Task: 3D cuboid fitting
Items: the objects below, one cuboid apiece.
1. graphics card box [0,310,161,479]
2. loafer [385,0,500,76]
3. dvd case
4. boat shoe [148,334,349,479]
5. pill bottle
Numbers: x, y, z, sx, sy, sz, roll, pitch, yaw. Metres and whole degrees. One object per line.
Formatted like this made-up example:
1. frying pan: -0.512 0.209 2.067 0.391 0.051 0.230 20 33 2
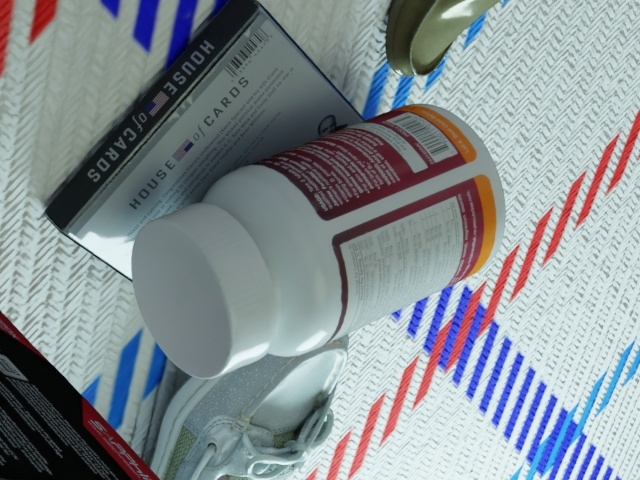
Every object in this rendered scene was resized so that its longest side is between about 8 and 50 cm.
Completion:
1. graphics card box: -0.243 0.072 0.841 0.094 0.233 0.371 -52 151 6
2. loafer: 0.093 -0.167 1.187 0.056 0.050 0.148 1 123 -52
3. dvd case: -0.054 -0.036 1.165 0.179 0.029 0.238 -49 148 -1
4. boat shoe: -0.067 0.179 1.288 0.118 0.103 0.320 5 126 -55
5. pill bottle: 0.000 0.000 1.124 0.221 0.121 0.121 -23 140 -35
